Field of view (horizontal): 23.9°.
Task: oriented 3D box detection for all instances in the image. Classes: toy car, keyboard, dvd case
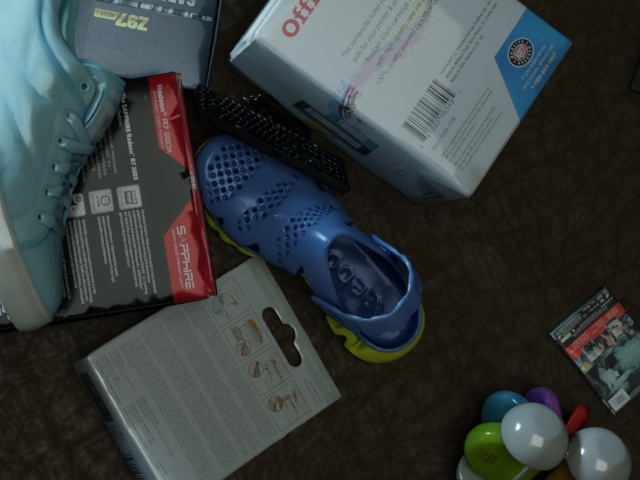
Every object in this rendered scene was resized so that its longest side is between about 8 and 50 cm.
[{"bbox_3d":[0.243,0.224,1.634,0.182,0.159,0.136,22,49,-11],"label":"toy car"},{"bbox_3d":[-0.047,-0.120,1.576,0.192,0.100,0.038,27,112,-26],"label":"keyboard"},{"bbox_3d":[0.327,0.124,1.709,0.087,0.013,0.119,-40,95,-11],"label":"dvd case"}]

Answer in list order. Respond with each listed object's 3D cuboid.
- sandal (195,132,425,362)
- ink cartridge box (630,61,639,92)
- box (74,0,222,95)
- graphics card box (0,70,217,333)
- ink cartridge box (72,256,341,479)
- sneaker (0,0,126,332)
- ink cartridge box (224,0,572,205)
[{"bbox_3d":[0.000,0.000,1.579,0.317,0.138,0.126,39,79,-7],"label":"sandal"},{"bbox_3d":[0.447,-0.230,1.718,0.127,0.072,0.175,24,83,-11],"label":"ink cartridge box"},{"bbox_3d":[-0.220,-0.260,1.578,0.232,0.059,0.183,10,87,-12],"label":"box"},{"bbox_3d":[-0.303,-0.026,1.509,0.371,0.094,0.233,-10,90,-5],"label":"graphics card box"},{"bbox_3d":[-0.119,0.151,1.602,0.232,0.066,0.189,-32,95,-33],"label":"ink cartridge box"},{"bbox_3d":[-0.253,-0.103,1.399,0.150,0.135,0.366,-8,86,1],"label":"sneaker"},{"bbox_3d":[0.073,-0.195,1.570,0.270,0.197,0.198,36,82,-9],"label":"ink cartridge box"}]
